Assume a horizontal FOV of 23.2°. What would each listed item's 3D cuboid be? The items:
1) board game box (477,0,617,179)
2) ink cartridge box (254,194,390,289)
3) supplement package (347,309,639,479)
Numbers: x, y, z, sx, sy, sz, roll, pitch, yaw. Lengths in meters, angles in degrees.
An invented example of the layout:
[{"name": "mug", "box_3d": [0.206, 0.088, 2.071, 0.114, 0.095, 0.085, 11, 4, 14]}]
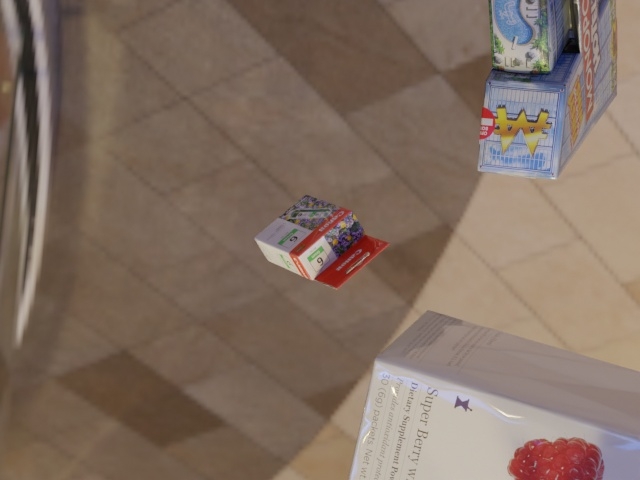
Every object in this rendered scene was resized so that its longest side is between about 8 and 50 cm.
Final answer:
[{"name": "board game box", "box_3d": [0.162, -0.140, 1.104, 0.060, 0.194, 0.194, 7, 128, 20]}, {"name": "ink cartridge box", "box_3d": [0.000, 0.000, 1.283, 0.063, 0.115, 0.029, -41, 118, -17]}, {"name": "supplement package", "box_3d": [0.186, 0.195, 1.293, 0.293, 0.175, 0.177, 15, 104, 15]}]
